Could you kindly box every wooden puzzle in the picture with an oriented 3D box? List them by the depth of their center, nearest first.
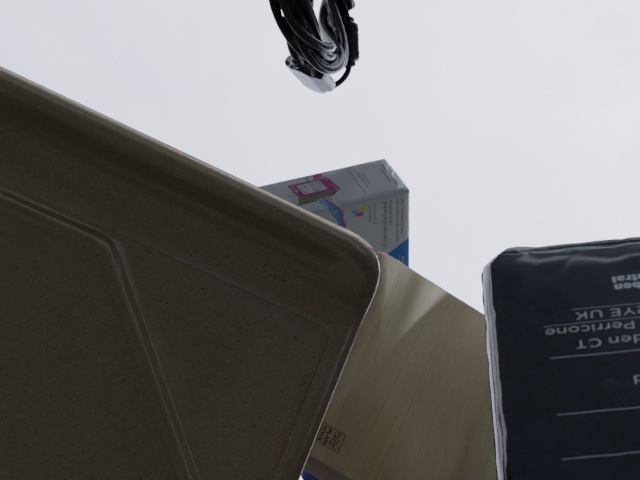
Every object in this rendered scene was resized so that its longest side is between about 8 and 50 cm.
[{"bbox_3d":[-0.120,0.069,0.582,0.221,0.238,0.044,25,-8,-13],"label":"wooden puzzle"}]

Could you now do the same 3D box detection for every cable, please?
[{"bbox_3d":[0.002,-0.188,1.294,0.047,0.150,0.184,7,-8,14],"label":"cable"}]

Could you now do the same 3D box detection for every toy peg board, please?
[{"bbox_3d":[0.060,0.120,1.061,0.161,0.161,0.079,32,-45,-6],"label":"toy peg board"}]

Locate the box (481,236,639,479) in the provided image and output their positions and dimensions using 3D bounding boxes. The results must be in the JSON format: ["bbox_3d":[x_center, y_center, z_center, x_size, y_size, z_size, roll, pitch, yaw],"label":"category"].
[{"bbox_3d":[0.176,0.217,0.591,0.212,0.395,0.293,-6,-59,6],"label":"box"}]

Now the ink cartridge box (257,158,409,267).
[{"bbox_3d":[0.000,0.000,1.332,0.052,0.122,0.088,-123,-155,-51],"label":"ink cartridge box"}]
